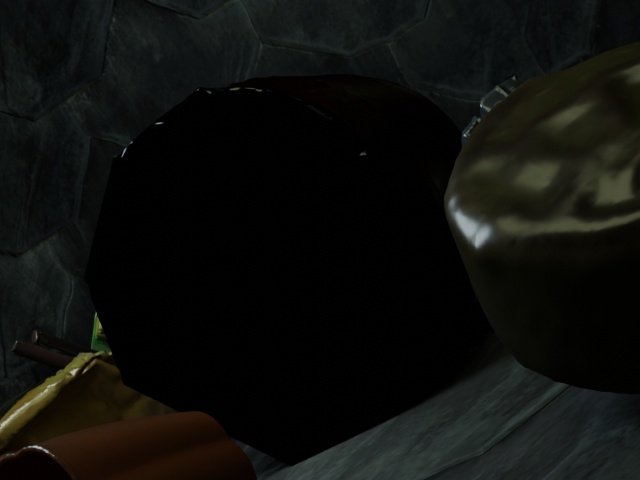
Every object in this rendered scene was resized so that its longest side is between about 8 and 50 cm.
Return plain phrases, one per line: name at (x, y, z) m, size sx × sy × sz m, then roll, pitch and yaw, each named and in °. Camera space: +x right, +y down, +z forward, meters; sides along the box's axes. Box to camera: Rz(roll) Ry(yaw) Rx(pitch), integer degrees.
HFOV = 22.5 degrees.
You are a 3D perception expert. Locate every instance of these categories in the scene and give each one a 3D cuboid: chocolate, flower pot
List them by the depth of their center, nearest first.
flower pot at (-0.149, 0.227, 1.318) m, size 0.173 × 0.190 × 0.190 m, roll -21°, pitch -2°, yaw -40°
chocolate at (0.000, 0.000, 1.680) m, size 0.384 × 0.383 × 0.331 m, roll -29°, pitch -5°, yaw 26°

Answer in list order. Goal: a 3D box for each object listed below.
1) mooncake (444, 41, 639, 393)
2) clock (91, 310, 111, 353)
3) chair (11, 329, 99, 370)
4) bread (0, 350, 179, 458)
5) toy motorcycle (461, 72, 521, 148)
mooncake at (0.229, -0.030, 1.132) m, size 0.284 × 0.155 × 0.284 m, roll -20°, pitch 29°, yaw 11°
clock at (-0.157, 0.103, 1.918) m, size 0.220 × 0.106 × 0.255 m, roll 8°, pitch -10°, yaw -9°
chair at (-0.210, 0.228, 1.881) m, size 0.326 × 0.183 × 0.175 m, roll 14°, pitch -15°, yaw -22°
bread at (-0.259, 0.234, 1.675) m, size 0.250 × 0.179 × 0.133 m, roll -51°, pitch -1°, yaw -22°
toy motorcycle at (0.219, -0.034, 1.382) m, size 0.187 × 0.125 × 0.274 m, roll -30°, pitch 49°, yaw -17°
